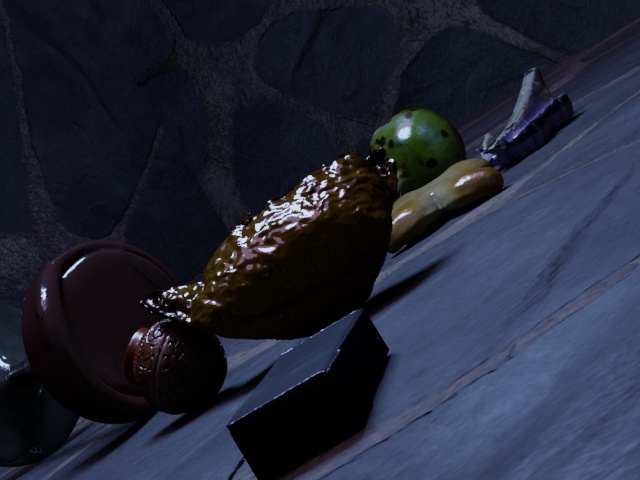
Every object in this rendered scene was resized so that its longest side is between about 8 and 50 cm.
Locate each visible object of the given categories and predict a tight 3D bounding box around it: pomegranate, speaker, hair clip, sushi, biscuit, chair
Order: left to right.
[{"bbox_3d":[-0.305,0.137,1.857,0.226,0.226,0.401,-35,6,-36],"label":"chair"},{"bbox_3d":[-0.025,0.026,1.537,0.287,0.149,0.140,-38,40,4],"label":"sushi"},{"bbox_3d":[-0.002,0.102,1.076,0.082,0.044,0.218,-31,3,12],"label":"speaker"},{"bbox_3d":[0.129,-0.102,2.187,0.169,0.148,0.148,-61,14,-19],"label":"pomegranate"},{"bbox_3d":[0.145,-0.050,1.903,0.164,0.047,0.208,-33,4,6],"label":"biscuit"},{"bbox_3d":[0.280,-0.163,2.112,0.106,0.084,0.292,-24,12,31],"label":"hair clip"}]

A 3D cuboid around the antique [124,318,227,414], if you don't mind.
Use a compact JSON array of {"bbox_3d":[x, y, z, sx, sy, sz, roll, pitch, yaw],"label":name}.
[{"bbox_3d":[-0.142,0.126,1.550,0.104,0.104,0.104,-32,3,2],"label":"antique"}]
